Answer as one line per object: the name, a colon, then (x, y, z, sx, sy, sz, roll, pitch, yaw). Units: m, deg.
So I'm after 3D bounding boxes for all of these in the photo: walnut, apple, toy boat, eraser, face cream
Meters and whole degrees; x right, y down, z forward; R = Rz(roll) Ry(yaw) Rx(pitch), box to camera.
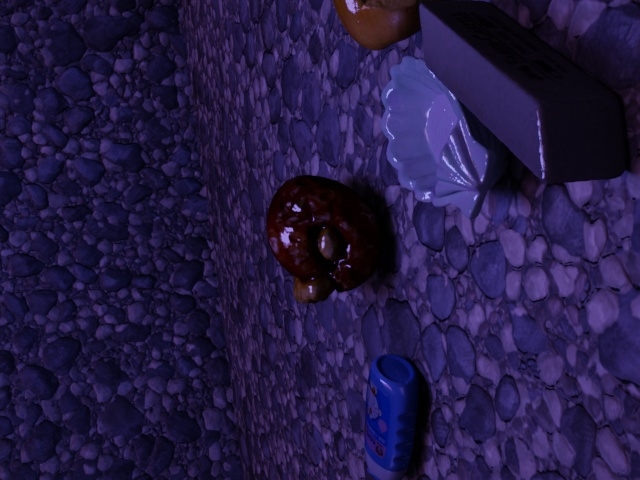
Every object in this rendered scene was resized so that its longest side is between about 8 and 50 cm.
walnut: (0.000, 0.000, 1.550, 0.269, 0.221, 0.244, -107, 24, -70)
apple: (0.099, -0.385, 1.191, 0.199, 0.199, 0.199, 173, 90, -71)
toy boat: (0.182, -0.150, 1.135, 0.290, 0.100, 0.200, -118, 28, -48)
eraser: (0.234, -0.195, 0.954, 0.352, 0.111, 0.077, -119, 31, -48)
face cream: (0.130, 0.348, 1.487, 0.149, 0.083, 0.264, -124, 32, -58)
